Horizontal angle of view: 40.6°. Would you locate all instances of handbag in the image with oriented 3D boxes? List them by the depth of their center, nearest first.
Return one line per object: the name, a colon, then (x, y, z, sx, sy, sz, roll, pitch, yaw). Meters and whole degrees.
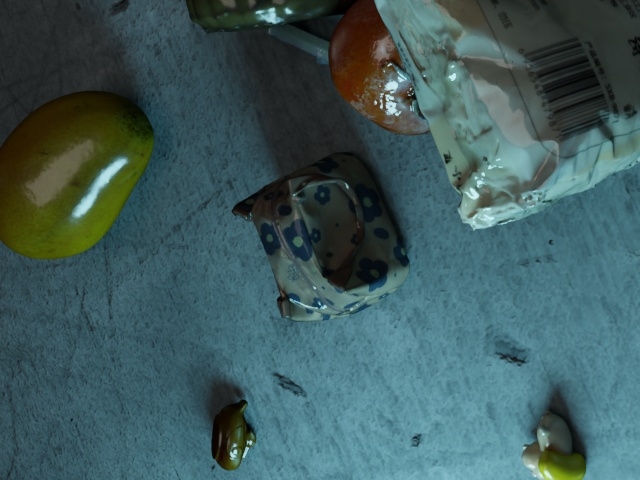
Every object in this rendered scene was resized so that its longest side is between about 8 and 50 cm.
handbag: (0.000, 0.000, 1.359, 0.190, 0.193, 0.252, -29, 82, 36)

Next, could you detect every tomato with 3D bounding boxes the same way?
tomato: (0.122, -0.269, 1.224, 0.188, 0.232, 0.232, 50, 122, 36)

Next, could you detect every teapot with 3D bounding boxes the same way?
teapot: (-0.156, 0.358, 1.595, 0.098, 0.078, 0.129, -179, 94, -71)

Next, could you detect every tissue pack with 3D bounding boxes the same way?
tissue pack: (0.270, -0.238, 1.067, 0.195, 0.390, 0.376, -24, 86, 64)

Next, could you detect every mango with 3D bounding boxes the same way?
mango: (-0.468, -0.128, 1.618, 0.378, 0.221, 0.264, -38, 74, 20)

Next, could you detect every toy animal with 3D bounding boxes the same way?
toy animal: (0.331, 0.318, 1.279, 0.082, 0.091, 0.114, -26, 86, 46)

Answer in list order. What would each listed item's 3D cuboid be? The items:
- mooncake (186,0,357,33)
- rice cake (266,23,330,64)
mooncake: (-0.065, -0.400, 1.279, 0.290, 0.290, 0.161, -1, 106, 32)
rice cake: (-0.015, -0.315, 1.408, 0.180, 0.030, 0.042, 30, 108, 24)
